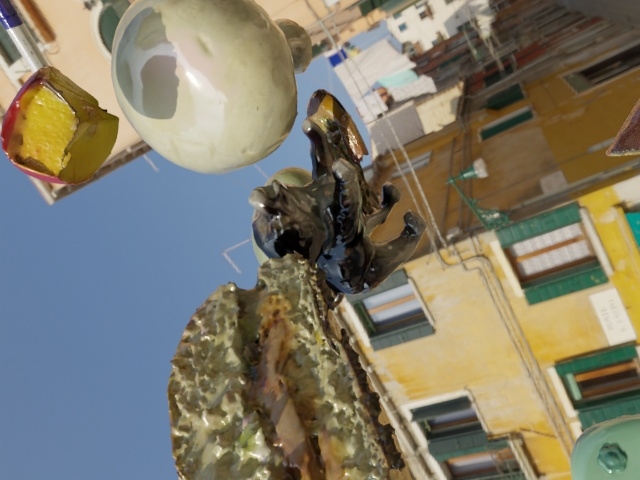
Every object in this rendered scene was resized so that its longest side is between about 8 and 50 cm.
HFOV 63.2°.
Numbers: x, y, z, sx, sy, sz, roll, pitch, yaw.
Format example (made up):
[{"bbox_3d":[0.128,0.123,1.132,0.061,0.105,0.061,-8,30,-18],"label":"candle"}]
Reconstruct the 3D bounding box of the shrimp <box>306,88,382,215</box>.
[{"bbox_3d":[0.043,-0.160,0.940,0.249,0.068,0.150,62,165,2],"label":"shrimp"}]

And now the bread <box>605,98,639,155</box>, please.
[{"bbox_3d":[0.478,-0.176,0.688,0.119,0.192,0.067,26,-172,-6],"label":"bread"}]

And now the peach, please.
[{"bbox_3d":[-0.345,-0.142,0.691,0.151,0.118,0.151,59,-168,-21],"label":"peach"}]

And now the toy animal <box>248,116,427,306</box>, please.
[{"bbox_3d":[0.000,0.000,0.919,0.344,0.303,0.194,28,-162,-44],"label":"toy animal"}]

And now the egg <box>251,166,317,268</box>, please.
[{"bbox_3d":[-0.045,-0.028,1.144,0.218,0.218,0.296,-75,-18,-53],"label":"egg"}]

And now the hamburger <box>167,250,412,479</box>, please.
[{"bbox_3d":[-0.027,0.271,0.693,0.446,0.268,0.287,64,-179,42],"label":"hamburger"}]

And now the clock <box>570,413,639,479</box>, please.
[{"bbox_3d":[0.246,0.201,0.291,0.066,0.159,0.211,37,-138,-46],"label":"clock"}]

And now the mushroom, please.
[{"bbox_3d":[-0.155,-0.257,0.863,0.355,0.315,0.315,-5,-112,-21],"label":"mushroom"}]

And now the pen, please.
[{"bbox_3d":[-0.451,-0.273,0.842,0.033,0.033,0.269,-78,-25,-51],"label":"pen"}]
